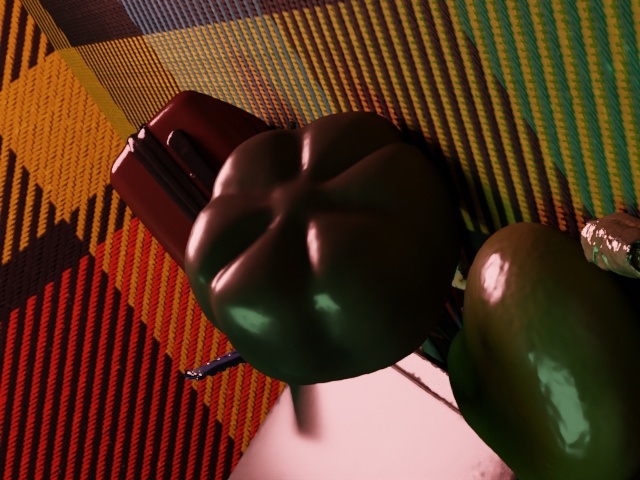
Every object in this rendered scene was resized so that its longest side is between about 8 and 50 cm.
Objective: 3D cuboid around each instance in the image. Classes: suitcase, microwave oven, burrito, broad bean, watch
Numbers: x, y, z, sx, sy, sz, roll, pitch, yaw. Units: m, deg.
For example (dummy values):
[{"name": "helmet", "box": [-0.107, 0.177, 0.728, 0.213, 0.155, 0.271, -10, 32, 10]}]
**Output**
[{"name": "suitcase", "box": [-0.084, -0.025, 2.261, 0.297, 0.161, 0.236, 49, -166, 24]}, {"name": "microwave oven", "box": [0.111, 0.308, 1.995, 0.236, 0.374, 0.432, 33, 180, -30]}, {"name": "burrito", "box": [0.230, 0.008, 1.374, 0.149, 0.055, 0.041, -151, 55, -71]}, {"name": "broad bean", "box": [0.187, 0.102, 1.593, 0.291, 0.119, 0.238, 151, 104, -76]}, {"name": "watch", "box": [0.020, 0.145, 2.191, 0.276, 0.274, 0.068, 52, 169, -30]}]

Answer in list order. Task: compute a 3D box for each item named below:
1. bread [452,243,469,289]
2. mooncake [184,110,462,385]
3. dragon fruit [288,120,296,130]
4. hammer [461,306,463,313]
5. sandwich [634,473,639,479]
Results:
[{"name": "bread", "box": [0.105, -0.011, 1.930, 0.126, 0.044, 0.129, 34, 158, 41]}, {"name": "mooncake", "box": [0.000, 0.000, 1.808, 0.275, 0.275, 0.135, 43, 171, 42]}, {"name": "dragon fruit", "box": [-0.009, -0.072, 2.120, 0.190, 0.094, 0.094, 57, 177, 42]}, {"name": "hammer", "box": [0.194, 0.085, 1.908, 0.103, 0.029, 0.246, 50, 169, 6]}, {"name": "sandwich", "box": [0.288, 0.293, 1.700, 0.227, 0.198, 0.155, 53, 170, -5]}]
